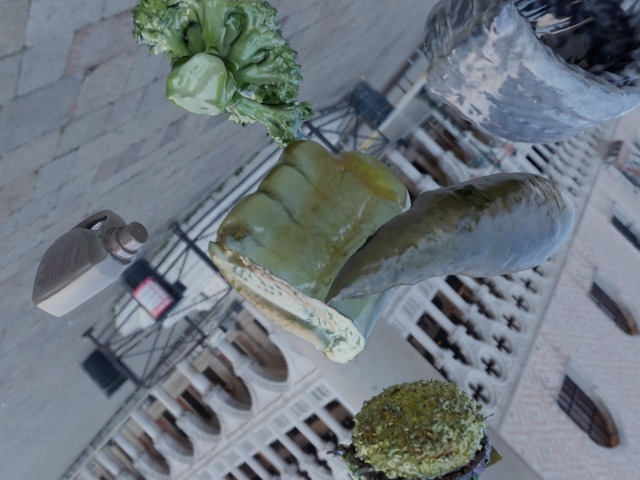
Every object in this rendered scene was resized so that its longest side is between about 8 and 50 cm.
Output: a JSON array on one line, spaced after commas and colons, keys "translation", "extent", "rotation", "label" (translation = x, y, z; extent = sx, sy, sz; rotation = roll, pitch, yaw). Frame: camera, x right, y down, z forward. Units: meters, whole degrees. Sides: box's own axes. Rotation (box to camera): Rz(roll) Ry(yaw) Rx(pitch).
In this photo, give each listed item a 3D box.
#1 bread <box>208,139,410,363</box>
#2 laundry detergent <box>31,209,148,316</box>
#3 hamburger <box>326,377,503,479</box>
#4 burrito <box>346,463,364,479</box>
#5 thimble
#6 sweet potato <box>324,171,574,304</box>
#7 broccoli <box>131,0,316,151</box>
[{"translation": [0.000, 0.000, 1.104], "extent": [0.341, 0.300, 0.210], "rotation": [-59, -176, -33], "label": "bread"}, {"translation": [-0.379, 0.011, 1.099], "extent": [0.237, 0.076, 0.171], "rotation": [-32, -138, 25], "label": "laundry detergent"}, {"translation": [0.150, 0.319, 1.061], "extent": [0.261, 0.139, 0.243], "rotation": [-24, -159, -30], "label": "hamburger"}, {"translation": [0.155, 0.501, 1.241], "extent": [0.104, 0.288, 0.054], "rotation": [-37, -176, 0], "label": "burrito"}, {"translation": [0.250, -0.224, 0.744], "extent": [0.245, 0.217, 0.157], "rotation": [3, 165, -24], "label": "thimble"}, {"translation": [0.178, -0.009, 0.762], "extent": [0.422, 0.131, 0.130], "rotation": [-14, 157, -42], "label": "sweet potato"}, {"translation": [-0.201, -0.326, 1.138], "extent": [0.397, 0.353, 0.275], "rotation": [-18, 133, -60], "label": "broccoli"}]
